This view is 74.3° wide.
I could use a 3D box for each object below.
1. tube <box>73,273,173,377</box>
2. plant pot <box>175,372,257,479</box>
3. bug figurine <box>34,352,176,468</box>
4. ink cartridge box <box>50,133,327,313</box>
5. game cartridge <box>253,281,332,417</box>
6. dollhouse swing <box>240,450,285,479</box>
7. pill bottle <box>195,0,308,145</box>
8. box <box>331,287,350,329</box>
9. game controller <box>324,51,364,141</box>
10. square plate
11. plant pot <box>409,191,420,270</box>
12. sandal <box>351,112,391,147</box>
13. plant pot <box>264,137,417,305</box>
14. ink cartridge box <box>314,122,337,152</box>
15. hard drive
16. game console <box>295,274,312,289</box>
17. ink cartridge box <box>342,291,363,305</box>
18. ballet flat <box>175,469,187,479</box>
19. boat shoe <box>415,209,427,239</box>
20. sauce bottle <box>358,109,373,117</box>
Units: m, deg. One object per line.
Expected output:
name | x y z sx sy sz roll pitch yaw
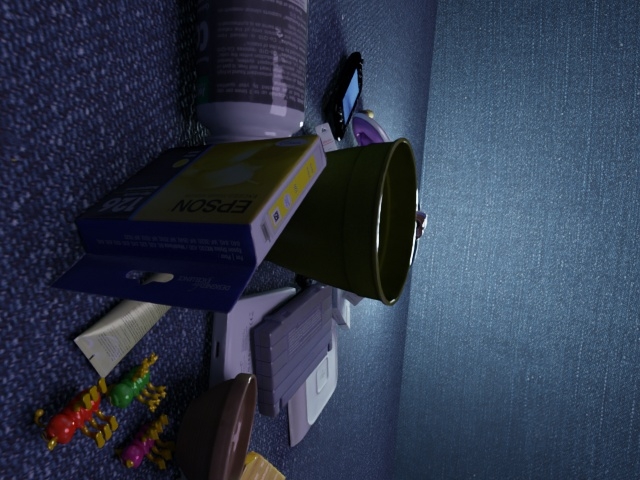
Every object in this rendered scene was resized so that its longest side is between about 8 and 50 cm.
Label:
tube | -0.291 0.107 0.706 0.070 0.062 0.240 45 47 -9
plant pot | -0.199 0.368 0.796 0.237 0.110 0.237 8 90 -88
bug figurine | -0.318 0.314 0.655 0.216 0.072 0.278 -54 141 -68
ink cartridge box | -0.183 -0.047 0.599 0.307 0.304 0.072 -59 144 -46
game cartridge | -0.060 0.261 1.118 0.355 0.068 0.230 -29 117 -62
dollhouse swing | -0.120 0.745 0.980 0.305 0.315 0.346 -47 140 -25
pill bottle | -0.128 -0.310 0.792 0.204 0.204 0.360 -14 108 -65
box | 0.069 0.221 1.537 0.186 0.038 0.145 65 22 -52
game controller | 0.091 -0.489 1.431 0.166 0.067 0.319 65 38 -50
square plate | -0.013 0.450 1.432 0.347 0.049 0.343 -34 127 -61
plant pot | 0.164 -0.042 1.356 0.272 0.255 0.271 7 90 -66
sandal | 0.193 -0.305 1.601 0.102 0.169 0.416 -53 151 -14
plant pot | 0.016 -0.052 0.996 0.366 0.353 0.366 5 90 -67
ink cartridge box | 0.009 -0.252 1.270 0.104 0.060 0.180 -42 116 -57
hard drive | -0.152 0.229 1.022 0.307 0.040 0.203 0 94 -67
game console | 0.000 0.000 1.364 0.213 0.044 0.361 58 44 -54
ink cartridge box | 0.210 0.077 1.579 0.261 0.066 0.296 -46 -172 26
ballet flat | -0.238 0.434 0.883 0.068 0.072 0.213 60 41 -42
boat shoe | 0.268 -0.042 1.197 0.183 0.066 0.066 27 73 -63
sauce bottle | 0.172 -0.488 1.649 0.128 0.042 0.042 -38 130 -61
